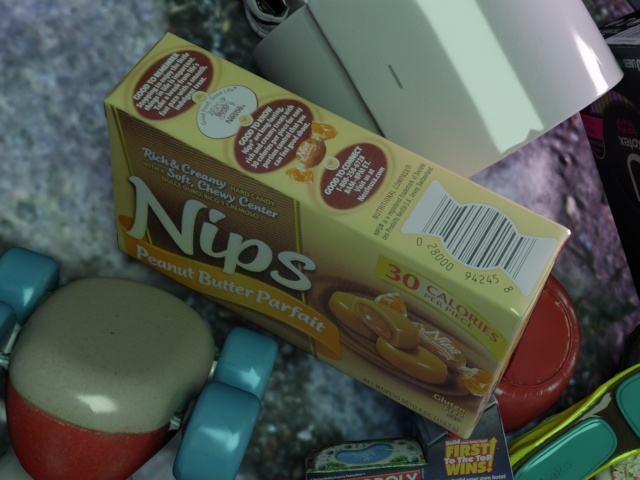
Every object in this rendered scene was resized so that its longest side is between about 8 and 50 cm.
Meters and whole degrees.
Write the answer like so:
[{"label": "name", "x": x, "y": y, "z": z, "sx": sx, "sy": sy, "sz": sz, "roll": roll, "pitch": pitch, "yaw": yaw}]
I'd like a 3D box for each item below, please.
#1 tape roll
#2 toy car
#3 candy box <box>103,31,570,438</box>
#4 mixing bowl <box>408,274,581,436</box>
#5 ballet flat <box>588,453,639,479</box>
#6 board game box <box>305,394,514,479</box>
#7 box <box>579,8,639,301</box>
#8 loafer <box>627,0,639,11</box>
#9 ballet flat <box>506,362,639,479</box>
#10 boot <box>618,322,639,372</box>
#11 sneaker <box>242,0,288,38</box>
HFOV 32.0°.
[{"label": "tape roll", "x": 0.091, "y": -0.140, "z": 0.885, "sx": 0.246, "sy": 0.246, "sz": 0.169, "roll": -31, "pitch": 93, "yaw": -19}, {"label": "toy car", "x": -0.176, "y": 0.161, "z": 0.816, "sx": 0.219, "sy": 0.210, "sz": 0.238, "roll": 21, "pitch": 106, "yaw": -2}, {"label": "candy box", "x": 0.000, "y": 0.000, "z": 0.803, "sx": 0.316, "sy": 0.183, "sz": 0.087, "roll": 28, "pitch": 57, "yaw": 13}, {"label": "mixing bowl", "x": 0.153, "y": 0.082, "z": 0.954, "sx": 0.181, "sy": 0.098, "sz": 0.181, "roll": 3, "pitch": 81, "yaw": -19}, {"label": "ballet flat", "x": 0.250, "y": 0.266, "z": 0.972, "sx": 0.077, "sy": 0.091, "sz": 0.241, "roll": 10, "pitch": 75, "yaw": 5}, {"label": "board game box", "x": 0.081, "y": 0.205, "z": 0.893, "sx": 0.194, "sy": 0.060, "sz": 0.194, "roll": -2, "pitch": 109, "yaw": -8}, {"label": "box", "x": 0.335, "y": -0.067, "z": 0.957, "sx": 0.143, "sy": 0.165, "sz": 0.270, "roll": -24, "pitch": 104, "yaw": -7}, {"label": "loafer", "x": 0.302, "y": -0.289, "z": 1.070, "sx": 0.109, "sy": 0.095, "sz": 0.302, "roll": -32, "pitch": 89, "yaw": 11}, {"label": "ballet flat", "x": 0.251, "y": 0.151, "z": 0.960, "sx": 0.231, "sy": 0.077, "sz": 0.077, "roll": -30, "pitch": 99, "yaw": 2}, {"label": "boot", "x": 0.453, "y": 0.149, "z": 0.977, "sx": 0.338, "sy": 0.222, "sz": 0.118, "roll": 22, "pitch": 77, "yaw": -15}, {"label": "sneaker", "x": -0.059, "y": -0.227, "z": 0.953, "sx": 0.040, "sy": 0.044, "sz": 0.109, "roll": -35, "pitch": 93, "yaw": -17}]
